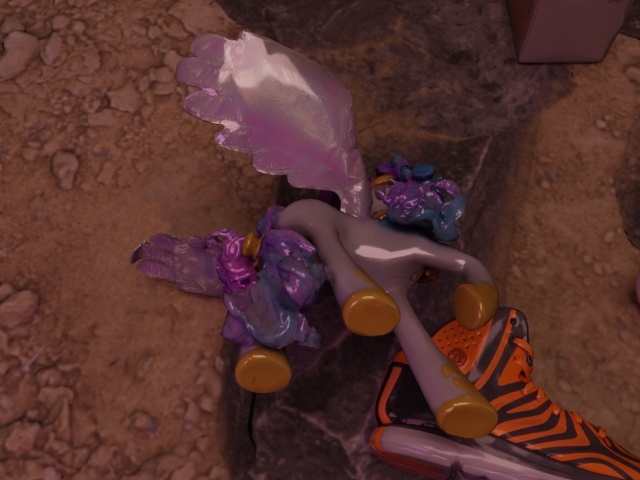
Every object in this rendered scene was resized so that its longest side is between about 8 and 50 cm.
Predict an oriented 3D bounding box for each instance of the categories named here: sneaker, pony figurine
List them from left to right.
[{"bbox_3d":[0.000,0.000,0.741,0.351,0.303,0.363,15,29,-12],"label":"pony figurine"},{"bbox_3d":[0.220,0.165,0.748,0.321,0.124,0.180,15,65,7],"label":"sneaker"}]

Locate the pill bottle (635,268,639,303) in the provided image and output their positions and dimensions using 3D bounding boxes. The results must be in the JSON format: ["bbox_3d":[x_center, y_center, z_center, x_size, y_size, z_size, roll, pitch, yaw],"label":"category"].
[{"bbox_3d":[0.466,0.022,0.827,0.221,0.121,0.121,-30,67,-15],"label":"pill bottle"}]

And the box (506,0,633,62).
[{"bbox_3d":[0.320,-0.406,1.031,0.121,0.148,0.311,-2,62,-1],"label":"box"}]
